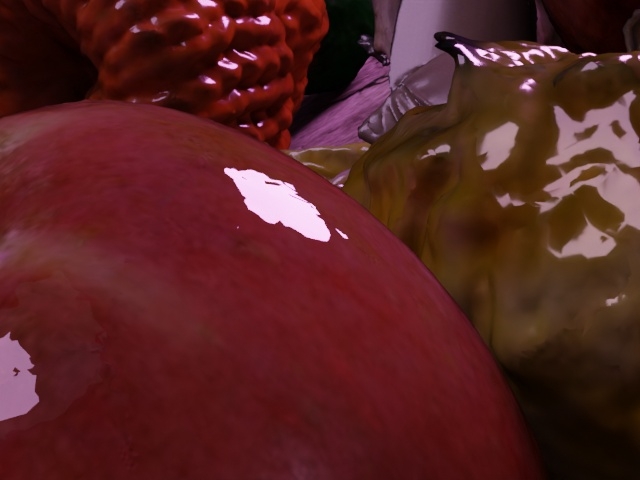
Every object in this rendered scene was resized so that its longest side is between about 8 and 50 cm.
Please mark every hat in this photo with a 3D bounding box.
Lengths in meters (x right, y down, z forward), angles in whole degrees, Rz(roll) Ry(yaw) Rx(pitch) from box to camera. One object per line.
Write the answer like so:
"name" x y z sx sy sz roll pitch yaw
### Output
"hat" -0.072 -0.155 1.594 0.400 0.285 0.285 -26 12 -36
"hat" 0.105 -0.102 1.171 0.085 0.147 0.175 -23 57 54

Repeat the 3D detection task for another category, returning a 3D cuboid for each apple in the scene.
"apple" -0.094 0.140 0.667 0.364 0.364 0.364 -28 18 10

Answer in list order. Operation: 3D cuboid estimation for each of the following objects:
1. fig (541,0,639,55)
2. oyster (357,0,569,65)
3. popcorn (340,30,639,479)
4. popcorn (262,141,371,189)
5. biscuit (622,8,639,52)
"fig" 0.234 -0.195 1.220 0.224 0.224 0.263 -30 14 4
"oyster" 0.106 -0.141 1.378 0.197 0.133 0.337 -1 41 18
"popcorn" 0.140 0.013 0.812 0.252 0.215 0.286 -3 10 -20
"popcorn" 0.000 0.000 1.210 0.125 0.126 0.145 13 19 31
"biscuit" 0.256 -0.060 0.905 0.052 0.150 0.252 -15 3 -39
